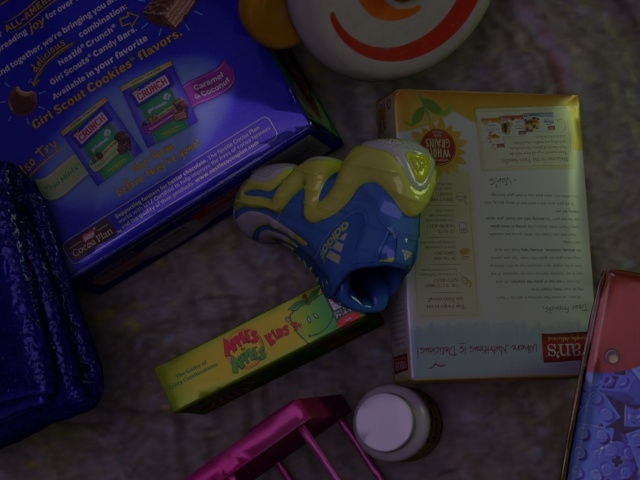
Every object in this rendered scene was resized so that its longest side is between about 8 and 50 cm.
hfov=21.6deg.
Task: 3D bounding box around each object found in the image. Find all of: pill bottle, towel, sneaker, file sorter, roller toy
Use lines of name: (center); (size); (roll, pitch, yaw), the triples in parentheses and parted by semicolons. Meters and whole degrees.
pill bottle: (0.062, 0.151, 1.381); (0.065, 0.116, 0.065); (-1, 83, 12)
towel: (-0.339, 0.086, 1.436); (0.308, 0.076, 0.227); (-24, 83, 32)
sneaker: (0.000, 0.000, 1.338); (0.091, 0.240, 0.126); (13, 72, -29)
file sorter: (-0.067, 0.281, 1.353); (0.291, 0.202, 0.182); (-35, 80, 6)
roller toy: (0.041, -0.234, 1.376); (0.146, 0.209, 0.191); (48, 119, 53)

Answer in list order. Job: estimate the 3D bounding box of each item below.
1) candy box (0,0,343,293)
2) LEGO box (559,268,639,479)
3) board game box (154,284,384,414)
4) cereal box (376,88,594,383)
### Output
candy box: (-0.177, -0.155, 1.470); (0.268, 0.122, 0.317); (-31, 79, 9)
LEGO box: (0.354, 0.164, 1.098); (0.373, 0.500, 0.193); (10, 85, 11)
board game box: (-0.042, 0.089, 1.424); (0.181, 0.092, 0.043); (-27, 79, 8)
cereal box: (0.138, -0.002, 1.381); (0.173, 0.047, 0.240); (1, 82, -20)
